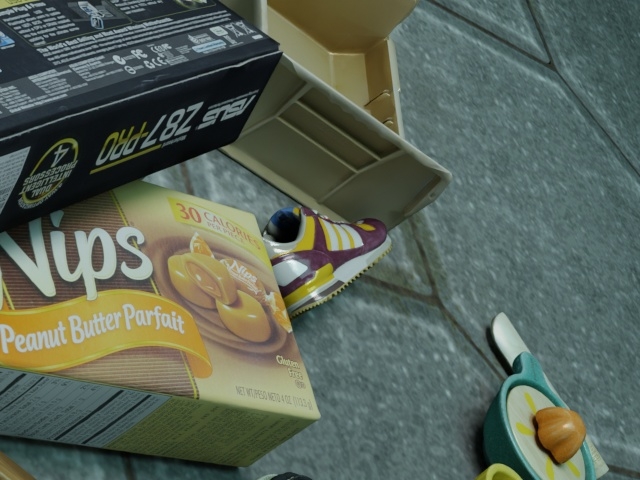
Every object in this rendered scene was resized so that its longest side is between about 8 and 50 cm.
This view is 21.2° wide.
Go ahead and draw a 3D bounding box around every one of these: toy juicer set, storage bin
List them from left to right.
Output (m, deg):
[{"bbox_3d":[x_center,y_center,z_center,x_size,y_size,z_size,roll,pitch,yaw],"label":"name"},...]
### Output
[{"bbox_3d":[-0.006,-0.172,1.575,0.260,0.123,0.262,33,36,-34],"label":"storage bin"},{"bbox_3d":[0.225,0.210,1.556,0.209,0.089,0.329,47,30,-14],"label":"toy juicer set"}]

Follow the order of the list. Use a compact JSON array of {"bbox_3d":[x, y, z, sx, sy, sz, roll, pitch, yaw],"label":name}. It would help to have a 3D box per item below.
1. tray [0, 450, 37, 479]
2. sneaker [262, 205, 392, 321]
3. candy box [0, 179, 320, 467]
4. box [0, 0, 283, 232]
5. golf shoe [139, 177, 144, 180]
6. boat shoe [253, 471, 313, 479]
[{"bbox_3d":[-0.114,0.280,0.871,0.411,0.203,0.076,43,-5,-20],"label":"tray"},{"bbox_3d":[0.000,0.000,1.461,0.084,0.070,0.185,58,28,-5],"label":"sneaker"},{"bbox_3d":[-0.153,0.044,1.168,0.316,0.087,0.183,16,46,-47],"label":"candy box"},{"bbox_3d":[-0.250,-0.145,1.087,0.318,0.097,0.395,37,28,13],"label":"box"},{"bbox_3d":[-0.205,-0.101,1.288,0.176,0.069,0.086,47,47,-3],"label":"golf shoe"},{"bbox_3d":[0.012,0.286,1.137,0.127,0.113,0.340,36,34,-30],"label":"boat shoe"}]
